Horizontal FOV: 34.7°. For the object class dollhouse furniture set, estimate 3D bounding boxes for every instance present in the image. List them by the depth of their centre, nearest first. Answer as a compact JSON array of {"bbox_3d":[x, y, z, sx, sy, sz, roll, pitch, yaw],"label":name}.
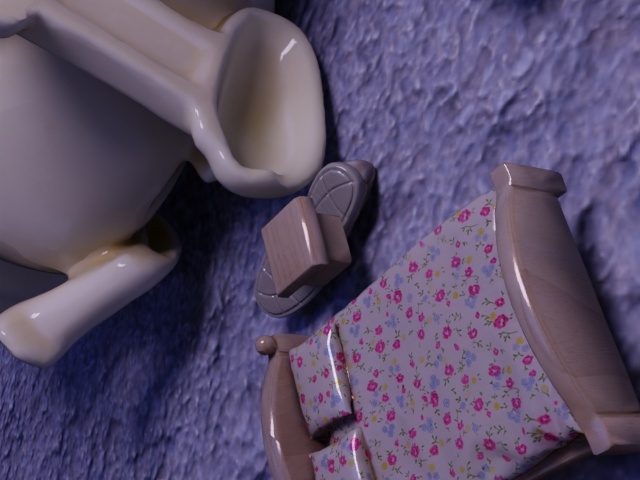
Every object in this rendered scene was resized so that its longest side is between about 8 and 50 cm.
[{"bbox_3d":[0.047,0.065,0.422,0.303,0.174,0.355,-42,53,41],"label":"dollhouse furniture set"}]

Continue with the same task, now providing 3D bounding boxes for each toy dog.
[{"bbox_3d":[-0.224,-0.098,0.811,0.408,0.285,0.395,-43,34,41],"label":"toy dog"}]

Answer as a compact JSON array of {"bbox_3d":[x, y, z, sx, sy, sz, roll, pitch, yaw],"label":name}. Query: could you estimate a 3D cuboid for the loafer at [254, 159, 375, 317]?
[{"bbox_3d":[0.000,0.000,0.667,0.045,0.039,0.125,41,122,16],"label":"loafer"}]
